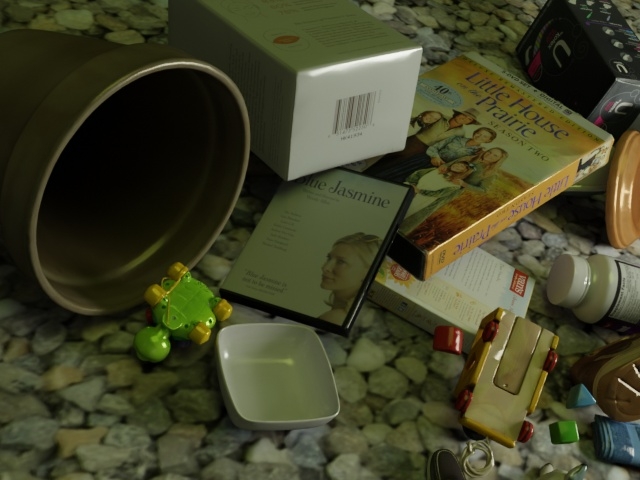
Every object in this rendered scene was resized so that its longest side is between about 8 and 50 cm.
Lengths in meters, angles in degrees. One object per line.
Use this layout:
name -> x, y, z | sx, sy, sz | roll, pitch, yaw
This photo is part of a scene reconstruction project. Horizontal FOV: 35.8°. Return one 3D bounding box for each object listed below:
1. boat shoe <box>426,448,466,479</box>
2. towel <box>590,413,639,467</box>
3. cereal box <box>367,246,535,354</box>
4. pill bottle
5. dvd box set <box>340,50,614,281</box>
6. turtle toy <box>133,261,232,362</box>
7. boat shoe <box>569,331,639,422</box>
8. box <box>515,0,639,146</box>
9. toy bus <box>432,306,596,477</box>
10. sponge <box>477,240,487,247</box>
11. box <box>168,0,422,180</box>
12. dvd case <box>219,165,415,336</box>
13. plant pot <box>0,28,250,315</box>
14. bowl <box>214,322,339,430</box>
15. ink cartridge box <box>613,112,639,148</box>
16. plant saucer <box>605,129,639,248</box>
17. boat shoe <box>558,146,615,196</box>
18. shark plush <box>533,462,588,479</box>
boat shoe -> 0.167, 0.310, 1.175 | 0.056, 0.049, 0.152 | 6, 47, -23
towel -> 0.431, 0.280, 1.360 | 0.119, 0.029, 0.067 | 15, 45, -14
cereal box -> 0.182, 0.064, 1.425 | 0.240, 0.047, 0.173 | 30, 43, 1
pill bottle -> 0.447, 0.082, 1.502 | 0.193, 0.108, 0.108 | 16, 44, -13
dvd box set -> 0.195, -0.131, 1.505 | 0.420, 0.062, 0.307 | -29, 53, -30
turtle toy -> -0.174, 0.094, 1.192 | 0.095, 0.066, 0.130 | 41, 44, 1
boat shoe -> 0.517, 0.155, 1.426 | 0.341, 0.123, 0.123 | -20, 19, -16
box -> 0.515, -0.330, 1.895 | 0.143, 0.165, 0.270 | 2, 48, -27
toy bus -> 0.226, 0.192, 1.279 | 0.202, 0.104, 0.191 | -16, 75, -17
sponge -> 0.259, -0.071, 1.556 | 0.210, 0.031, 0.117 | -36, 74, -24
box -> -0.050, -0.259, 1.446 | 0.215, 0.168, 0.345 | -17, 42, -31
dvd case -> 0.000, 0.000, 1.319 | 0.180, 0.022, 0.253 | 15, 55, 18
plant pot -> -0.293, -0.118, 1.190 | 0.280, 0.323, 0.323 | 33, 40, 29
bowl -> -0.059, 0.169, 1.191 | 0.141, 0.053, 0.142 | 3, 49, -26
ink cartridge box -> 0.713, -0.077, 1.781 | 0.309, 0.130, 0.272 | 11, 47, -19
plant saucer -> 0.518, -0.083, 1.645 | 0.037, 0.200, 0.200 | 8, 32, 31
boat shoe -> 0.347, -0.123, 1.678 | 0.319, 0.099, 0.116 | 3, 82, -10
shark plush -> 0.284, 0.329, 1.220 | 0.161, 0.073, 0.067 | -20, 91, -45
